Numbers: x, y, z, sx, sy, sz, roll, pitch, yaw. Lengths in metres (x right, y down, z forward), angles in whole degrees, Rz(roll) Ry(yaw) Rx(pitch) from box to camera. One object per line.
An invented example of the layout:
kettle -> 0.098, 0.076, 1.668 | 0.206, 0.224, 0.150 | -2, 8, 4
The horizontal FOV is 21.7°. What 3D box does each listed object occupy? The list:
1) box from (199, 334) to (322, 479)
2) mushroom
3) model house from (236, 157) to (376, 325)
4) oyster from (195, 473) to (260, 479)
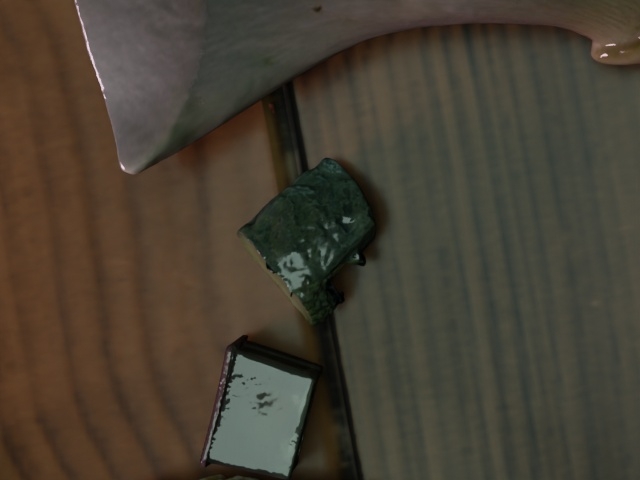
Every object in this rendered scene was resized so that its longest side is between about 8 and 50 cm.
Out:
box -> -0.038, 0.112, 1.109 | 0.063, 0.060, 0.084 | 14, 94, 6
mushroom -> 0.047, -0.169, 1.045 | 0.397, 0.126, 0.177 | -11, 100, 12
model house -> 0.000, 0.000, 1.101 | 0.083, 0.066, 0.079 | -40, 73, -7
oyster -> -0.046, 0.187, 1.123 | 0.200, 0.061, 0.106 | 24, 95, 2
